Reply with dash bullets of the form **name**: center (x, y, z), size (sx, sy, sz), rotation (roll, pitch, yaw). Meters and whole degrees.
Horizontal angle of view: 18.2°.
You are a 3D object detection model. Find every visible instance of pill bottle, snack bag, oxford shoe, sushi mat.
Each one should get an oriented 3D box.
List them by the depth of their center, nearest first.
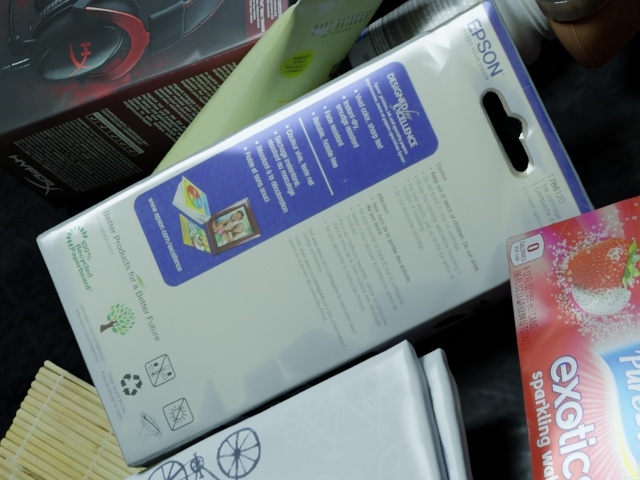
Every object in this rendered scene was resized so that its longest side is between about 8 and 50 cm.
- **snack bag**: center (-0.037, 0.264, 1.135), size (0.323, 0.037, 0.343), rotation (-26, 55, 25)
- **oxford shoe**: center (0.208, -0.193, 1.255), size (0.076, 0.076, 0.212), rotation (18, 58, 45)
- **sushi mat**: center (-0.118, 0.194, 1.276), size (0.316, 0.019, 0.151), rotation (23, 77, 42)
- **pill bottle**: center (0.093, -0.132, 1.287), size (0.137, 0.078, 0.078), rotation (-31, 49, 17)

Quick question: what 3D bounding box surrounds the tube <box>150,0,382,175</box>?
- **tube**: center (-0.039, -0.087, 1.292), size (0.240, 0.062, 0.070), rotation (-50, 22, 41)

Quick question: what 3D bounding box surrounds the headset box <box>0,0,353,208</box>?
- **headset box**: center (-0.097, -0.175, 1.421), size (0.293, 0.110, 0.218), rotation (-17, 57, 24)

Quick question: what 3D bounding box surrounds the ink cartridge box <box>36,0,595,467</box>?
- **ink cartridge box**: center (0.000, 0.000, 1.232), size (0.332, 0.065, 0.165), rotation (-26, 76, 15)

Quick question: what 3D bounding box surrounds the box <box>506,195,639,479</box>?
- **box**: center (0.188, 0.110, 1.037), size (0.128, 0.122, 0.257), rotation (-19, 53, 24)
